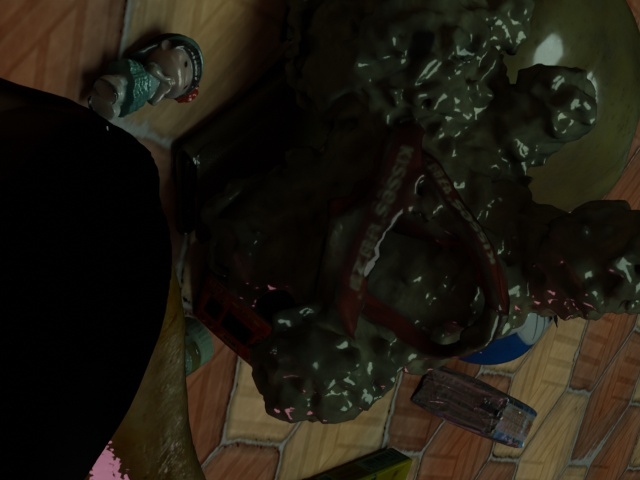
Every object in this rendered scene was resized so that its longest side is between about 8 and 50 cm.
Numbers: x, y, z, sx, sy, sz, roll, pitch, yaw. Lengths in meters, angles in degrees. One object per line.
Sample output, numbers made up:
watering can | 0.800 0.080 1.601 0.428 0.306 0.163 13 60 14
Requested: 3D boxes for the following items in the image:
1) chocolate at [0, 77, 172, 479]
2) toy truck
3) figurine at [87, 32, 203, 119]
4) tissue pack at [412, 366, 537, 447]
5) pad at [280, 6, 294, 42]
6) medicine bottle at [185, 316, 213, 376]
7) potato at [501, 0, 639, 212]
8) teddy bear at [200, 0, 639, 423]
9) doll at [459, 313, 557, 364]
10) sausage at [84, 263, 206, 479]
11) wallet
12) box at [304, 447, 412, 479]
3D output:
chocolate | -0.233 0.032 1.052 0.283 0.186 0.283 -51 150 -45
toy truck | 0.000 0.000 1.561 0.252 0.107 0.114 -45 173 -34
figurine | -0.129 -0.118 1.274 0.106 0.047 0.060 -32 132 -46
tissue pack | 0.197 0.211 2.149 0.065 0.115 0.155 -65 155 -4
pad | 0.014 -0.268 1.459 0.116 0.004 0.193 -29 138 -52
medicine bottle | -0.135 0.104 1.478 0.083 0.047 0.047 -33 142 -47
potato | 0.202 -0.160 1.673 0.326 0.221 0.243 26 80 -55
teddy bear | 0.067 -0.069 1.378 0.224 0.357 0.367 -155 -134 -86
doll | 0.214 0.038 1.968 0.257 0.161 0.215 -53 128 -47
sausage | -0.160 0.154 1.376 0.500 0.136 0.123 85 21 -47
wallet | -0.054 -0.085 1.470 0.198 0.031 0.110 -41 148 -39
box | 0.011 0.340 2.000 0.279 0.041 0.153 -8 122 -60
